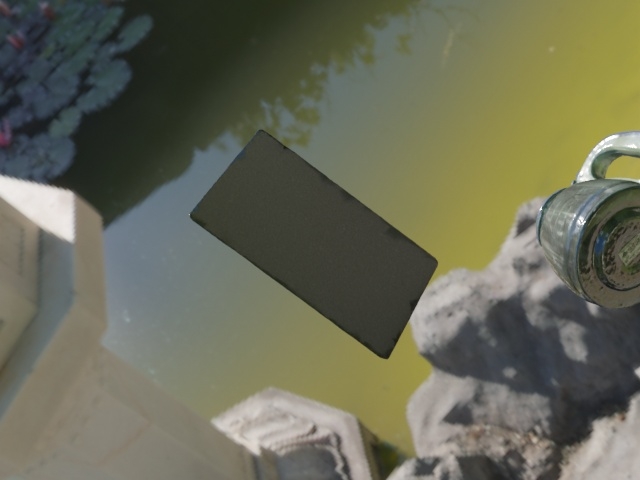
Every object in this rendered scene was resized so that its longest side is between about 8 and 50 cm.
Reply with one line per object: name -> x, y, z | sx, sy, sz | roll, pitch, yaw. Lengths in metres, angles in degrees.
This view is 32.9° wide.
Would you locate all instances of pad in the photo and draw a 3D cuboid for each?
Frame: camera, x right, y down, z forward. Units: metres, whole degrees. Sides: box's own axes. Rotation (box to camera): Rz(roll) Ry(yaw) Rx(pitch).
pad -> 0.000, 0.000, 0.968 | 0.003, 0.211, 0.143 | -50, 5, 47

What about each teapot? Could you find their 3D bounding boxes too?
teapot -> 0.243, -0.023, 0.955 | 0.108, 0.111, 0.149 | -148, 55, -60
